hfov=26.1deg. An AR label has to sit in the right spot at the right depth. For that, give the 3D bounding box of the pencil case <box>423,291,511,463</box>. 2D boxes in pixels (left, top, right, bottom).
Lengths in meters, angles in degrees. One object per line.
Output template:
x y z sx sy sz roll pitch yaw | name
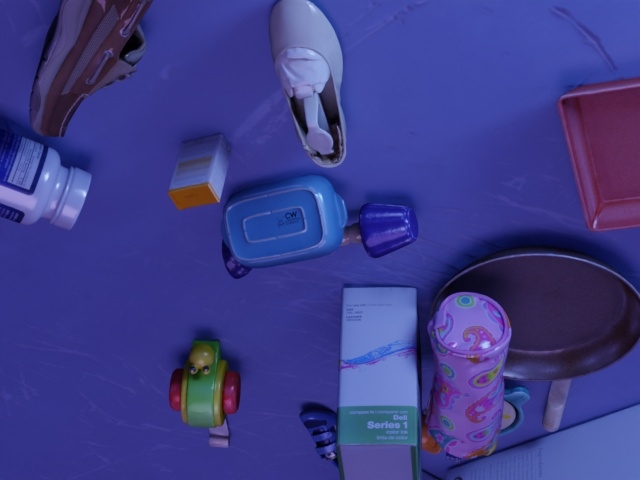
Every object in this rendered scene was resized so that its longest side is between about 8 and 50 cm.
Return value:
0.212 0.203 2.016 0.124 0.124 0.284 3 140 5 | pencil case

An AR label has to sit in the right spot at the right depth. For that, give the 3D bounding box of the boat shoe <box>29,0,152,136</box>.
-0.268 -0.229 1.648 0.116 0.123 0.324 17 141 -15 | boat shoe

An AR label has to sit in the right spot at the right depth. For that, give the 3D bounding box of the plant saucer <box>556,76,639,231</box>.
0.443 -0.122 1.724 0.258 0.047 0.259 -7 138 17 | plant saucer

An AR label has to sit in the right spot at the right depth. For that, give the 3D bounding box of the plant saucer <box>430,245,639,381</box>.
0.317 0.101 2.013 0.311 0.050 0.310 5 141 4 | plant saucer

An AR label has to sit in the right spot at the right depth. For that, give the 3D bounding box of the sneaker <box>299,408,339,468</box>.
0.013 0.334 2.334 0.053 0.059 0.144 -17 134 30 | sneaker

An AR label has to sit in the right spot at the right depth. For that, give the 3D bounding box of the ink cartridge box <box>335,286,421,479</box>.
0.090 0.233 2.030 0.117 0.278 0.201 -1 140 5 | ink cartridge box

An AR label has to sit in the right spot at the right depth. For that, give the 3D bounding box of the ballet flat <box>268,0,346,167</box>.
-0.010 -0.184 1.690 0.086 0.086 0.248 -3 139 13 | ballet flat

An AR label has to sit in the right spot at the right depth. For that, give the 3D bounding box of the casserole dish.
-0.056 -0.023 1.874 0.188 0.037 0.114 -11 93 21 | casserole dish

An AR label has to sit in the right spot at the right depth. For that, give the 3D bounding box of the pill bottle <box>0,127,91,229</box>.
-0.409 -0.084 1.848 0.187 0.112 0.112 22 139 -17 | pill bottle

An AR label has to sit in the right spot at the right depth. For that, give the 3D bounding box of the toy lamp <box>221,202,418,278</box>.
0.000 0.000 1.914 0.275 0.080 0.080 -12 137 21 | toy lamp

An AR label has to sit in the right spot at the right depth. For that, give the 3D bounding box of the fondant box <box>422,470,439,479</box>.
0.146 0.557 2.371 0.238 0.330 0.096 32 134 -27 | fondant box

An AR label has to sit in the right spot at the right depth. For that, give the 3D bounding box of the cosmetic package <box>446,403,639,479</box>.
0.454 0.439 2.314 0.453 0.161 0.230 -27 131 34 | cosmetic package

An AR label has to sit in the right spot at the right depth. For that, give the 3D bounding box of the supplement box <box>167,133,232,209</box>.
-0.158 -0.090 1.812 0.062 0.098 0.036 -10 134 22 | supplement box

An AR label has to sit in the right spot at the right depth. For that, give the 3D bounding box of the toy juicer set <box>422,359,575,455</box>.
0.269 0.293 2.221 0.329 0.089 0.209 -9 138 18 | toy juicer set

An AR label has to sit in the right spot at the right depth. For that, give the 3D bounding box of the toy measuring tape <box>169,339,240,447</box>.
-0.184 0.283 2.260 0.121 0.121 0.330 4 141 4 | toy measuring tape
